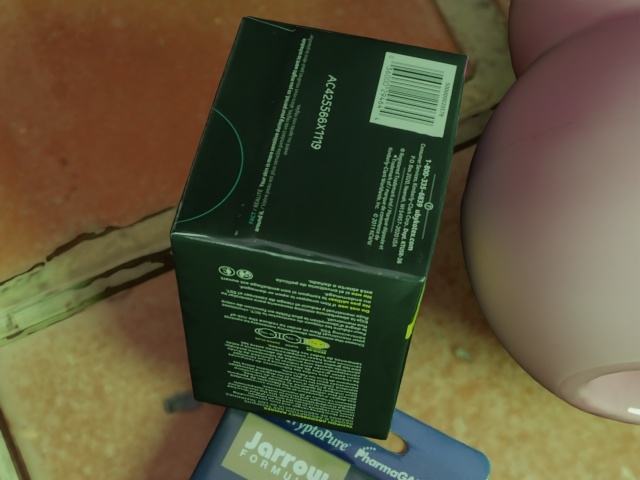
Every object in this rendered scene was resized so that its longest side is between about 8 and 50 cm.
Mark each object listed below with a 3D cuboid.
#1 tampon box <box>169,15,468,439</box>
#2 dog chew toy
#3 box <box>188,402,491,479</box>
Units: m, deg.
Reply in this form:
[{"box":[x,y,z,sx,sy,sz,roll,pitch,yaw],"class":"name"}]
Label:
[{"box":[0.000,0.000,0.541,0.101,0.161,0.121,11,60,4],"class":"tampon box"},{"box":[0.176,-0.084,0.560,0.206,0.207,0.332,6,69,3],"class":"dog chew toy"},{"box":[-0.020,0.177,0.577,0.136,0.036,0.225,26,77,7],"class":"box"}]
